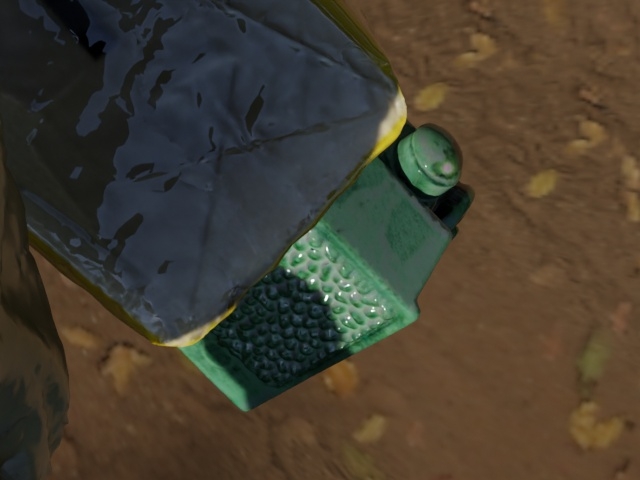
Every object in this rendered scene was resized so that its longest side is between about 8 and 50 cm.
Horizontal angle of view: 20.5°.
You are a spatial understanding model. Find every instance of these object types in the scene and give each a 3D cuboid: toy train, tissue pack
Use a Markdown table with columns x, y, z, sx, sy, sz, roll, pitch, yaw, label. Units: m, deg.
| x | y | z | sx | sy | sz | roll | pitch | yaw | label |
| --- | --- | --- | --- | --- | --- | --- | --- | --- | --- |
| 0.000 | 0.000 | 1.429 | 0.145 | 0.266 | 0.202 | 46 | 47 | -11 | toy train |
| -0.123 | -0.138 | 1.069 | 0.293 | 0.382 | 0.228 | 42 | 100 | -12 | tissue pack |

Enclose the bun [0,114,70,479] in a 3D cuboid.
| x | y | z | sx | sy | sz | roll | pitch | yaw | label |
| --- | --- | --- | --- | --- | --- | --- | --- | --- | --- |
| -0.203 | 0.070 | 0.606 | 0.202 | 0.364 | 0.364 | 12 | 92 | 12 | bun |
